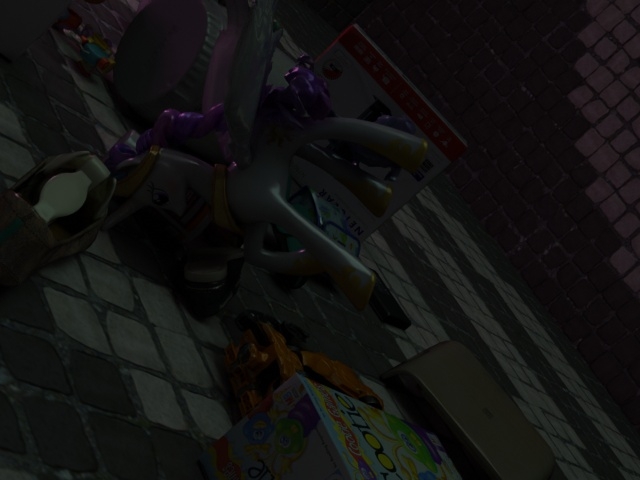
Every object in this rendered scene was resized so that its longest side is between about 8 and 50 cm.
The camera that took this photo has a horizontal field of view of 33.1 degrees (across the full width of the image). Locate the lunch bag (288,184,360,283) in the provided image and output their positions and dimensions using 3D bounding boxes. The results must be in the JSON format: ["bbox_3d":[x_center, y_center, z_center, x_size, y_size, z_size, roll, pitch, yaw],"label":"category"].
[{"bbox_3d":[0.000,0.000,1.836,0.129,0.096,0.151,33,35,-52],"label":"lunch bag"}]

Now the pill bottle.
[{"bbox_3d":[-0.211,-0.072,1.414,0.152,0.086,0.086,43,15,-19],"label":"pill bottle"}]

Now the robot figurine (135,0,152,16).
[{"bbox_3d":[-0.220,-0.362,1.991,0.278,0.174,0.209,50,-28,8],"label":"robot figurine"}]

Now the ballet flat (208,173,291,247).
[{"bbox_3d":[-0.127,-0.062,1.601,0.123,0.123,0.348,47,12,-1],"label":"ballet flat"}]

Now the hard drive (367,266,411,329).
[{"bbox_3d":[0.110,0.103,2.003,0.094,0.022,0.135,26,26,-55],"label":"hard drive"}]

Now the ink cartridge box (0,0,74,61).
[{"bbox_3d":[-0.449,-0.413,1.397,0.270,0.197,0.198,36,19,-40],"label":"ink cartridge box"}]

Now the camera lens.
[{"bbox_3d":[-0.167,-0.248,1.732,0.274,0.219,0.219,31,22,-48],"label":"camera lens"}]

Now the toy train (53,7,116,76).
[{"bbox_3d":[-0.375,-0.307,1.651,0.125,0.046,0.166,36,15,-34],"label":"toy train"}]

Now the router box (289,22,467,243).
[{"bbox_3d":[0.075,-0.211,2.172,0.335,0.301,0.082,45,14,-7],"label":"router box"}]

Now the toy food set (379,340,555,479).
[{"bbox_3d":[0.241,0.308,1.756,0.306,0.092,0.220,50,26,14],"label":"toy food set"}]

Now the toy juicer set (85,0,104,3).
[{"bbox_3d":[-0.351,-0.418,1.716,0.329,0.089,0.209,12,6,-7],"label":"toy juicer set"}]

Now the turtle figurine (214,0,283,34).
[{"bbox_3d":[-0.135,-0.388,1.825,0.234,0.175,0.118,7,66,-42],"label":"turtle figurine"}]

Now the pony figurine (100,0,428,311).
[{"bbox_3d":[-0.066,-0.124,1.315,0.364,0.351,0.303,21,0,-11],"label":"pony figurine"}]

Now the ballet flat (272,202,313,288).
[{"bbox_3d":[-0.045,0.013,1.713,0.074,0.074,0.203,41,18,-24],"label":"ballet flat"}]

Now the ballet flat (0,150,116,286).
[{"bbox_3d":[-0.268,-0.036,1.116,0.107,0.106,0.316,45,14,-11],"label":"ballet flat"}]

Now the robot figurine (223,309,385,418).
[{"bbox_3d":[-0.006,0.201,1.293,0.291,0.085,0.211,37,18,-38],"label":"robot figurine"}]

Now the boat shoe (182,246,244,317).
[{"bbox_3d":[-0.139,0.049,1.399,0.206,0.075,0.064,-72,162,-80],"label":"boat shoe"}]

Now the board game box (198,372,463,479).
[{"bbox_3d":[0.032,0.265,1.117,0.275,0.142,0.144,31,22,-49],"label":"board game box"}]
